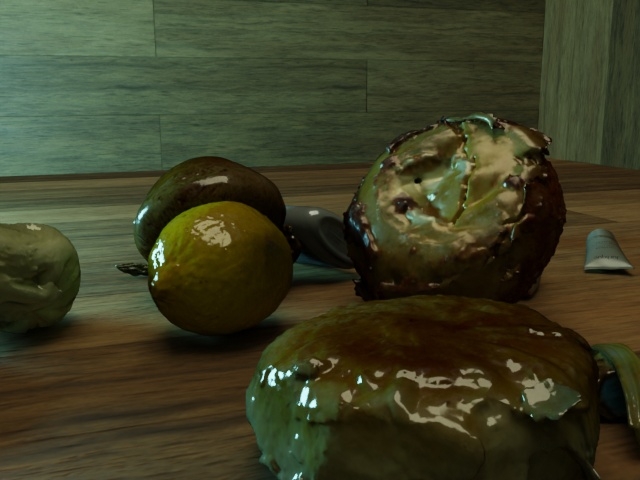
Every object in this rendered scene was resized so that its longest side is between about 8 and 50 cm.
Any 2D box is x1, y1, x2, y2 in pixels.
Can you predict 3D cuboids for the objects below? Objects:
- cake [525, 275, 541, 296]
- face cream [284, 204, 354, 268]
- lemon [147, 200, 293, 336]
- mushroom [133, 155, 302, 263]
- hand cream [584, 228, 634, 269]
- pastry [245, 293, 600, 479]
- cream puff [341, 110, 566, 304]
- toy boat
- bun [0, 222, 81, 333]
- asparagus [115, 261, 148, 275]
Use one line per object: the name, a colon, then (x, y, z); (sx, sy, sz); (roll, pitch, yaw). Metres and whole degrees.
cake: (0.261, 0.008, 1.160); (0.262, 0.158, 0.159); (-2, 11, 3)
face cream: (-0.071, -0.012, 1.326); (0.337, 0.080, 0.163); (6, -27, 50)
lemon: (-0.137, 0.038, 0.951); (0.188, 0.188, 0.257); (6, 15, 29)
mushroom: (-0.168, -0.023, 1.150); (0.283, 0.263, 0.195); (33, 34, -27)
hand cream: (0.561, 0.024, 1.344); (0.087, 0.054, 0.186); (-1, 18, 17)
pastry: (0.085, 0.135, 0.607); (0.330, 0.136, 0.329); (-1, 13, 0)
cream puff: (0.194, -0.017, 1.011); (0.350, 0.350, 0.228); (7, -27, 31)
toy boat: (0.304, 0.154, 0.695); (0.066, 0.065, 0.172); (-21, 13, 9)
bun: (-0.442, 0.059, 0.936); (0.229, 0.145, 0.229); (-17, -29, -9)
asparagus: (-0.263, 0.046, 1.281); (0.236, 0.034, 0.027); (-7, 31, -18)
